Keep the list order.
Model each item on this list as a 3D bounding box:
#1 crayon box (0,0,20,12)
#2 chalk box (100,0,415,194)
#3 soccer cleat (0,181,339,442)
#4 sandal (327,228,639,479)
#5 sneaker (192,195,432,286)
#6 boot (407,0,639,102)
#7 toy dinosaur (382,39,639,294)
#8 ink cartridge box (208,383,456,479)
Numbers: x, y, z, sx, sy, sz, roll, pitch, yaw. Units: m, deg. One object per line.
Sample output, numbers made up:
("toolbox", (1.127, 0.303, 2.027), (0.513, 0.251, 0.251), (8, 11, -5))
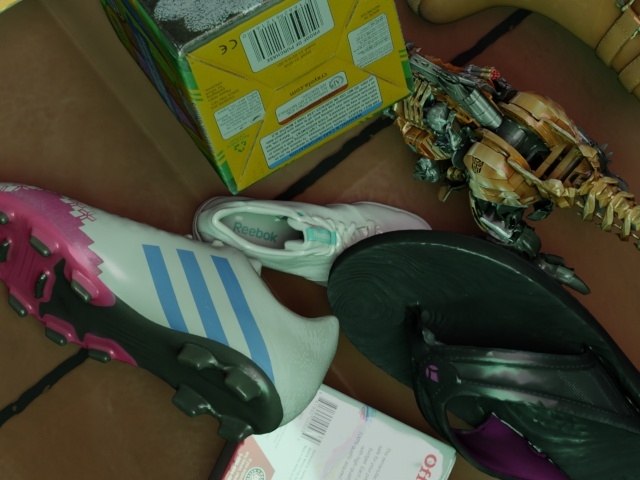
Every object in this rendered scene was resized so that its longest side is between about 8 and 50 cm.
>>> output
("crayon box", (-0.385, -0.295, 1.403), (0.203, 0.083, 0.323), (-34, 92, -10))
("chalk box", (-0.081, -0.217, 1.379), (0.180, 0.179, 0.289), (-30, 53, -8))
("soccer cleat", (-0.135, 0.040, 1.409), (0.331, 0.116, 0.143), (33, 46, 16))
("sandal", (0.194, 0.149, 1.425), (0.446, 0.107, 0.167), (38, 123, -11))
("sneaker", (0.000, 0.000, 1.451), (0.212, 0.094, 0.080), (4, 85, -10))
("boot", (0.238, -0.193, 1.463), (0.283, 0.109, 0.220), (-25, 83, 2))
("toy dinosaur", (0.160, -0.057, 1.413), (0.164, 0.218, 0.322), (-33, 51, 5))
("ink cartridge box", (0.008, 0.197, 1.453), (0.175, 0.072, 0.127), (27, 82, -8))
